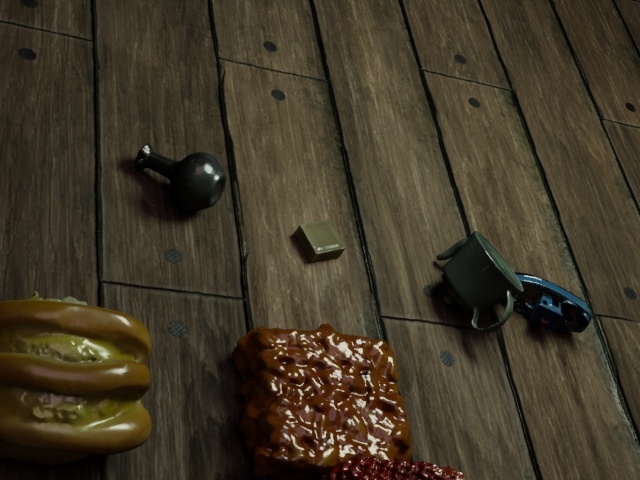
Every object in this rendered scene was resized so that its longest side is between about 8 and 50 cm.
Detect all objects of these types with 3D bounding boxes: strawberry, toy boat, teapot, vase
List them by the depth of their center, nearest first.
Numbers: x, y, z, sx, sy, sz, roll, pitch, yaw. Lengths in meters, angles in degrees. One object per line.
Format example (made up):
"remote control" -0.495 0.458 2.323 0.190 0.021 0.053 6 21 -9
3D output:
"strawberry" 0.107 0.401 1.677 0.188 0.286 0.106 37 43 -63
"vase" -0.283 -0.135 2.069 0.183 0.120 0.120 25 43 11
"teapot" 0.324 0.092 2.191 0.162 0.149 0.239 37 20 -48
"toy boat" 0.480 0.142 2.267 0.223 0.100 0.097 24 39 -2

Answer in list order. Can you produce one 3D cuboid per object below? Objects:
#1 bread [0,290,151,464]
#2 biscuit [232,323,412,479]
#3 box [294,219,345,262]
"bread" -0.411 0.213 1.621 0.316 0.211 0.270 11 50 -18
"biscuit" 0.008 0.296 1.859 0.318 0.110 0.312 11 46 -22
"box" 0.000 0.000 2.159 0.083 0.035 0.079 -9 58 -36
